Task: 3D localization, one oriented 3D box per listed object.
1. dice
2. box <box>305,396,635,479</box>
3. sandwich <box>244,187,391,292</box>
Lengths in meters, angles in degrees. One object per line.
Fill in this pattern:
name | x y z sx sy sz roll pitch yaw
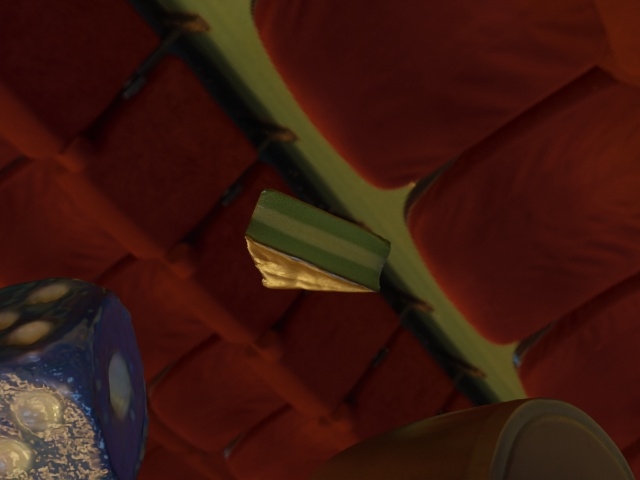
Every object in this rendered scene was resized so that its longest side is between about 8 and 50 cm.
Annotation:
dice | -0.210 0.119 0.646 0.143 0.146 0.147 -97 -5 -68
box | 0.113 0.285 0.693 0.216 0.301 0.301 -19 126 38
sandwich | 0.000 0.000 0.827 0.116 0.074 0.074 2 139 17
